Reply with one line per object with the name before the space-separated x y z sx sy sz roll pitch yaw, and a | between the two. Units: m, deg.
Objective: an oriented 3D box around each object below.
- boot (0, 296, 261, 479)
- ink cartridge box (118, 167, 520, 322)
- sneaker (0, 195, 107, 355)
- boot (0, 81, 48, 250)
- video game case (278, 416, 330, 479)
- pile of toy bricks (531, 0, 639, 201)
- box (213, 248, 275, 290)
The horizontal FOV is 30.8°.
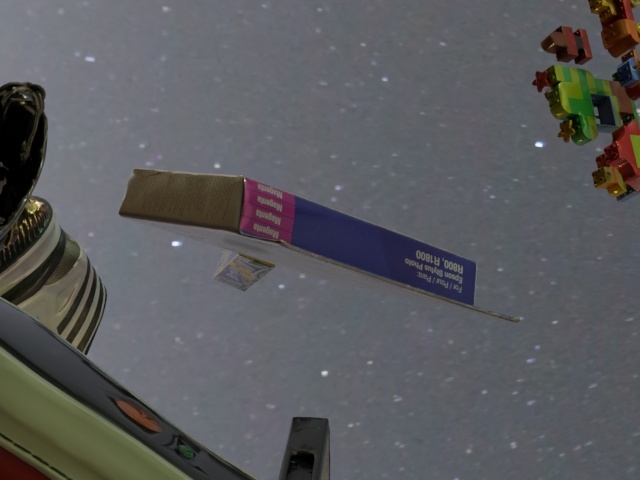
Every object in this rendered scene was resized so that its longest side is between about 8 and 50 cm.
boot | -0.129 0.117 0.396 0.244 0.088 0.176 37 -89 2
ink cartridge box | 0.000 0.000 1.248 0.330 0.324 0.071 8 -99 53
sneaker | -0.460 0.166 1.469 0.448 0.257 0.169 -37 -138 -5
boot | -0.264 -0.048 0.916 0.229 0.091 0.262 -47 -146 43
video game case | -0.019 0.294 0.785 0.035 0.248 0.274 2 -76 4
pile of toy bricks | 0.241 -0.132 1.052 0.118 0.105 0.212 -34 -121 53
box | -0.100 0.020 1.612 0.169 0.054 0.059 144 -35 -68
